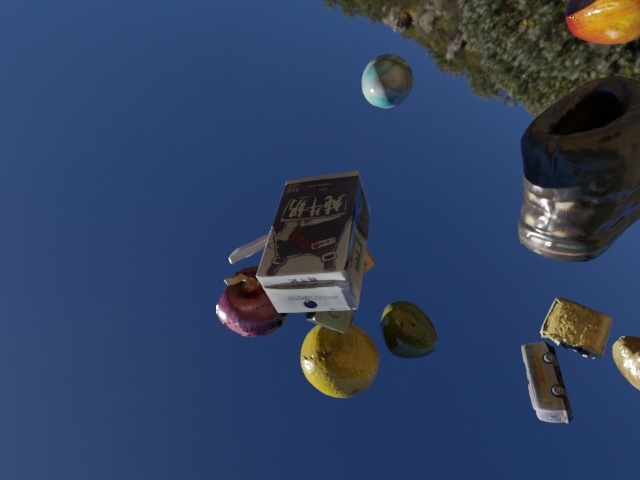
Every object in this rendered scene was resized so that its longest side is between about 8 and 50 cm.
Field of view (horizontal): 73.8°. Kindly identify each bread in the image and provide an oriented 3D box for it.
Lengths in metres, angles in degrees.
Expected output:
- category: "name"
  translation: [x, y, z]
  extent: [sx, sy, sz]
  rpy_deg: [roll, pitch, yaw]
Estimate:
- category: "bread"
  translation: [0.572, 0.196, 0.949]
  extent: [0.125, 0.082, 0.106]
  rpy_deg: [22, -105, 35]

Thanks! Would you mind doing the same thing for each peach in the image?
- category: "peach"
  translation: [0.856, -0.690, 1.227]
  extent: [0.281, 0.281, 0.238]
  rpy_deg: [-39, -60, -39]

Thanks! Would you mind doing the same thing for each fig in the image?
- category: "fig"
  translation: [0.286, 0.293, 1.377]
  extent: [0.191, 0.180, 0.181]
  rpy_deg: [24, -137, 32]

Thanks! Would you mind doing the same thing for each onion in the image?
- category: "onion"
  translation: [-0.172, 0.175, 1.202]
  extent: [0.201, 0.200, 0.207]
  rpy_deg: [39, -160, 7]

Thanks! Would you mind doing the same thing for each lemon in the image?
- category: "lemon"
  translation: [0.066, 0.366, 1.314]
  extent: [0.254, 0.228, 0.228]
  rpy_deg: [37, -131, -9]

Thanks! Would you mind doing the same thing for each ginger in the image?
- category: "ginger"
  translation: [0.471, 0.175, 0.626]
  extent: [0.096, 0.067, 0.165]
  rpy_deg: [40, -162, 14]

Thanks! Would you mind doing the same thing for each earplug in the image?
- category: "earplug"
  translation: [0.214, -0.522, 1.405]
  extent: [0.185, 0.185, 0.324]
  rpy_deg: [29, -157, -1]

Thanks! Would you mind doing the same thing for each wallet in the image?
- category: "wallet"
  translation: [-0.160, 0.009, 1.152]
  extent: [0.183, 0.124, 0.031]
  rpy_deg: [-26, -83, -3]

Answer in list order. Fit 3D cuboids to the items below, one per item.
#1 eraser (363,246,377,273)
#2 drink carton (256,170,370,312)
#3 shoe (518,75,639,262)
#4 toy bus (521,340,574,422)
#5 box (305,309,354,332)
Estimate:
- category: "eraser"
  translation: [0.035, -0.004, 1.376]
  extent: [0.290, 0.171, 0.087]
  rpy_deg: [58, -172, -9]
- category: "drink carton"
  translation: [-0.001, 0.001, 0.679]
  extent: [0.134, 0.101, 0.222]
  rpy_deg: [-4, -134, 17]
- category: "shoe"
  translation: [0.464, -0.145, 0.693]
  extent: [0.384, 0.237, 0.171]
  rpy_deg: [-29, -146, -27]
- category: "toy bus"
  translation: [0.481, 0.300, 0.912]
  extent: [0.057, 0.072, 0.172]
  rpy_deg: [61, -153, -34]
- category: "box"
  translation: [0.022, 0.198, 1.161]
  extent: [0.122, 0.069, 0.084]
  rpy_deg: [27, -113, -22]
